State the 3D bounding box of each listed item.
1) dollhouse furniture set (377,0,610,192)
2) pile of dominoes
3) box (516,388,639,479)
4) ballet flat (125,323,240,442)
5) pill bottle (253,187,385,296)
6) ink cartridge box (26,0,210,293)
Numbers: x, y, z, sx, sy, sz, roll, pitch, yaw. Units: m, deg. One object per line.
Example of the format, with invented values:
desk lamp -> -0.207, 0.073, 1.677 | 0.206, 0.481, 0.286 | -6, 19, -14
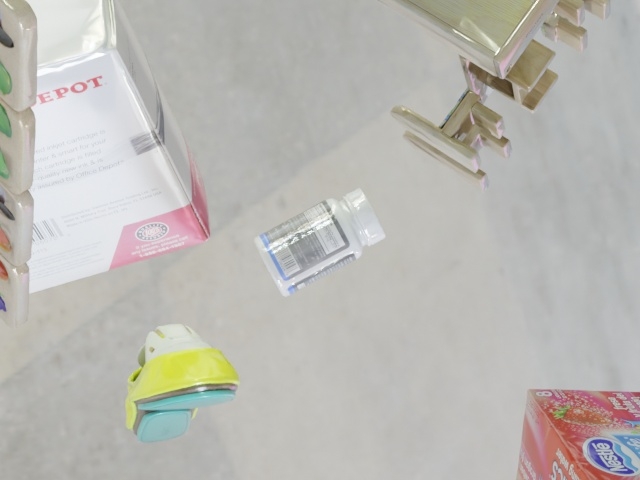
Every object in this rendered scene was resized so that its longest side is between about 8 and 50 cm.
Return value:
dollhouse furniture set -> 0.129, -0.196, 1.372 | 0.212, 0.161, 0.242 | -55, 163, -5
pile of dominoes -> -0.197, -0.078, 0.646 | 0.196, 0.251, 0.040 | 43, 60, 16
box -> 0.224, 0.208, 1.070 | 0.257, 0.123, 0.128 | -116, -151, -70
ballet flat -> -0.121, 0.109, 1.252 | 0.077, 0.231, 0.077 | -4, 76, -17
pill bottle -> 0.000, 0.000, 1.771 | 0.078, 0.137, 0.078 | 62, -2, 3
ink cartridge box -> -0.242, -0.094, 1.430 | 0.283, 0.207, 0.117 | 69, 7, -51
